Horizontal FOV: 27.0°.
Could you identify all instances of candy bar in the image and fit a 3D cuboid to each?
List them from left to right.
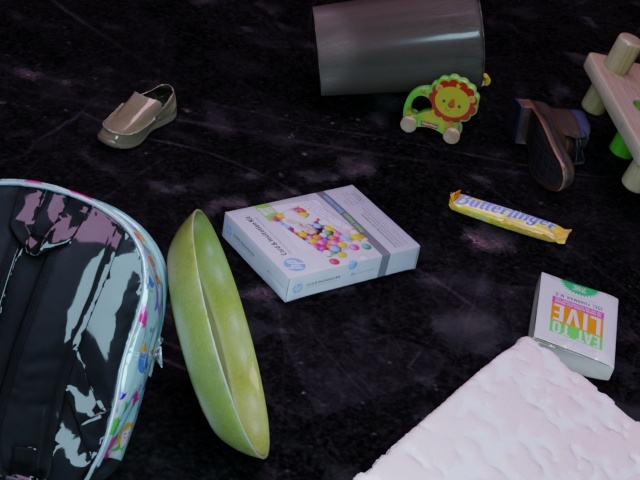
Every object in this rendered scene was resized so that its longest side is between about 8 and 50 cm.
[{"bbox_3d":[0.238,-0.029,1.699,0.162,0.018,0.040,19,34,11],"label":"candy bar"}]

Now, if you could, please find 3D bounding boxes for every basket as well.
[{"bbox_3d":[0.106,-0.280,1.894,0.227,0.154,0.204,-6,4,0],"label":"basket"}]

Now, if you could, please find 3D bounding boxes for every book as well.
[{"bbox_3d":[0.288,0.098,1.515,0.096,0.035,0.144,18,32,3],"label":"book"}]

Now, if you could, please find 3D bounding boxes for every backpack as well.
[{"bbox_3d":[-0.251,0.076,1.180,0.225,0.253,0.191,14,2,6],"label":"backpack"}]

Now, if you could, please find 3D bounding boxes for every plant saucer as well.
[{"bbox_3d":[-0.098,0.091,1.245,0.037,0.241,0.241,-15,35,4],"label":"plant saucer"}]

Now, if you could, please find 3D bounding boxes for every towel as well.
[{"bbox_3d":[0.226,0.257,1.176,0.332,0.053,0.317,39,39,16],"label":"towel"}]

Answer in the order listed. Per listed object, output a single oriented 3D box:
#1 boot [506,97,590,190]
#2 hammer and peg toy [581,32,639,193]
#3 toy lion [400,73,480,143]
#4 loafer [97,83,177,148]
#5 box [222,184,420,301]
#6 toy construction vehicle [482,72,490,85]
[{"bbox_3d":[0.337,-0.136,1.832,0.106,0.082,0.219,0,33,-12],"label":"boot"},{"bbox_3d":[0.520,-0.122,1.797,0.266,0.127,0.361,10,37,-20],"label":"hammer and peg toy"},{"bbox_3d":[0.168,-0.188,1.846,0.100,0.096,0.034,15,33,7],"label":"toy lion"},{"bbox_3d":[-0.238,-0.165,1.732,0.056,0.050,0.148,22,34,16],"label":"loafer"},{"bbox_3d":[0.000,0.000,1.567,0.186,0.038,0.145,-14,40,-31],"label":"box"},{"bbox_3d":[0.198,-0.255,2.018,0.098,0.035,0.086,-9,36,-14],"label":"toy construction vehicle"}]
